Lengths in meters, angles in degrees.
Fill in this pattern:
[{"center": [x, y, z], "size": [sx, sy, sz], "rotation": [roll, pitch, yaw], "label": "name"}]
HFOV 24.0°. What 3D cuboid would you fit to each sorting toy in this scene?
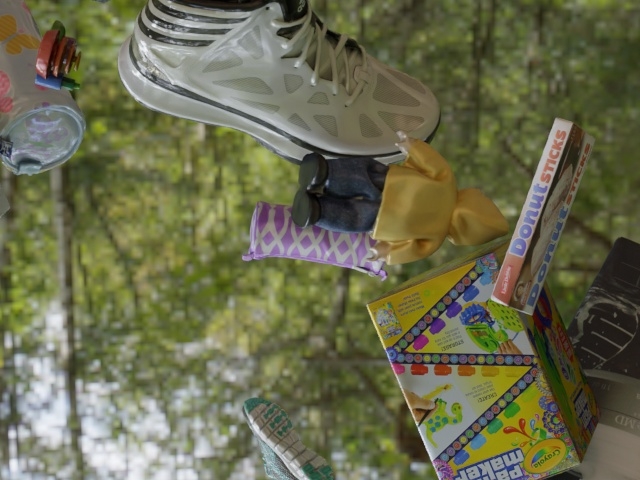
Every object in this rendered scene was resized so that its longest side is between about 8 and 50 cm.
[{"center": [-0.246, -0.174, 1.443], "size": [0.042, 0.061, 0.102], "rotation": [15, -166, -6], "label": "sorting toy"}]

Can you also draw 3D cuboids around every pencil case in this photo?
[{"center": [-0.385, -0.209, 1.860], "size": [0.113, 0.124, 0.273], "rotation": [-12, -125, -27], "label": "pencil case"}, {"center": [0.000, 0.000, 2.082], "size": [0.206, 0.088, 0.086], "rotation": [9, 168, -1], "label": "pencil case"}]

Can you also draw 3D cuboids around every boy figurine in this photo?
[{"center": [0.113, -0.054, 1.974], "size": [0.285, 0.177, 0.092], "rotation": [6, -176, -18], "label": "boy figurine"}]

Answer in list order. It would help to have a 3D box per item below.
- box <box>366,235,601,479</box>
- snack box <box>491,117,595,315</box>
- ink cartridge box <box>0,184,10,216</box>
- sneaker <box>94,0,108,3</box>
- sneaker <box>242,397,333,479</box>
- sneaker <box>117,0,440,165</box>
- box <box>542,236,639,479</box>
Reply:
[{"center": [0.219, 0.159, 1.947], "size": [0.177, 0.279, 0.290], "rotation": [-23, 180, 16], "label": "box"}, {"center": [0.207, -0.021, 1.395], "size": [0.022, 0.178, 0.064], "rotation": [20, 180, 30], "label": "snack box"}, {"center": [-0.511, -0.037, 1.741], "size": [0.114, 0.197, 0.273], "rotation": [16, -130, 30], "label": "ink cartridge box"}, {"center": [-0.318, -0.452, 2.341], "size": [0.077, 0.178, 0.072], "rotation": [41, -177, 19], "label": "sneaker"}, {"center": [-0.060, 0.294, 2.080], "size": [0.065, 0.166, 0.076], "rotation": [-24, 160, -51], "label": "sneaker"}, {"center": [-0.019, -0.236, 1.941], "size": [0.447, 0.169, 0.257], "rotation": [12, 150, -17], "label": "sneaker"}, {"center": [0.551, 0.329, 2.239], "size": [0.480, 0.472, 0.297], "rotation": [25, 161, 20], "label": "box"}]
